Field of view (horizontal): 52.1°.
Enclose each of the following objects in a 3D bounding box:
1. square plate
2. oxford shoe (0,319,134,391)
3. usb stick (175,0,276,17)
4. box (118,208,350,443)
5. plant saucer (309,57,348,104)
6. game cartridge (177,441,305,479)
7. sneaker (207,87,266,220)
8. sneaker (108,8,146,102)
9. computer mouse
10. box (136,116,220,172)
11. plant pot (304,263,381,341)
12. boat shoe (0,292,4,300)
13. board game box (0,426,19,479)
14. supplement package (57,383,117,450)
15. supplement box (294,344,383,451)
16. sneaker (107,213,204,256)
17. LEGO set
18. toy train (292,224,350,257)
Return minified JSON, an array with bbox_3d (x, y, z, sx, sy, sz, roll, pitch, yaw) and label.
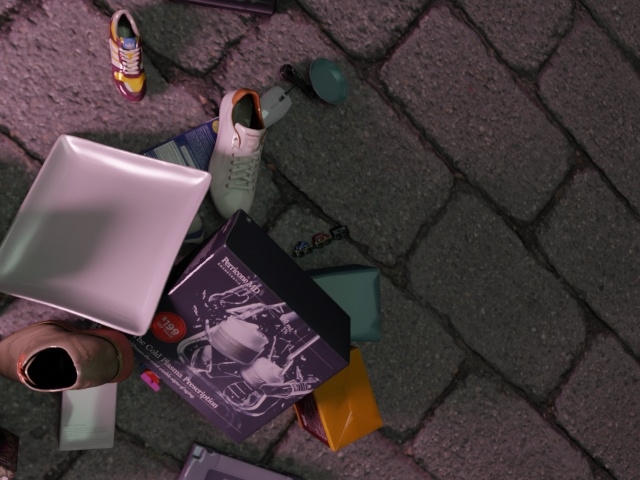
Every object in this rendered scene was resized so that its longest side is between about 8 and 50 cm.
[{"bbox_3d":[-0.422,-0.017,1.265,0.346,0.049,0.344,15,69,10],"label":"square plate"},{"bbox_3d":[-0.506,0.212,1.189,0.130,0.348,0.123,-8,89,-60],"label":"oxford shoe"},{"bbox_3d":[-0.227,-0.553,1.449,0.277,0.045,0.077,1,97,-24],"label":"usb stick"},{"bbox_3d":[-0.164,0.175,1.317,0.312,0.179,0.343,-40,107,18],"label":"box"},{"bbox_3d":[0.015,-0.374,1.552,0.119,0.021,0.120,17,63,-37],"label":"plant saucer"},{"bbox_3d":[-0.193,0.593,1.479,0.294,0.060,0.196,27,77,-21],"label":"game cartridge"},{"bbox_3d":[-0.176,-0.184,1.400,0.105,0.123,0.291,0,92,-27],"label":"sneaker"},{"bbox_3d":[-0.400,-0.382,1.354,0.069,0.084,0.186,-14,96,-23],"label":"sneaker"},{"bbox_3d":[-0.099,-0.316,1.509,0.193,0.042,0.106,-48,109,-16],"label":"computer mouse"},{"bbox_3d":[-0.289,-0.165,1.432,0.225,0.036,0.137,-30,102,-21],"label":"box"},{"bbox_3d":[0.001,0.147,1.500,0.234,0.165,0.166,-3,92,-16],"label":"plant pot"},{"bbox_3d":[-0.641,0.101,1.272,0.049,0.056,0.152,27,80,-16],"label":"boat shoe"},{"bbox_3d":[-0.705,0.370,1.153,0.291,0.232,0.141,38,76,-20],"label":"board game box"},{"bbox_3d":[-0.471,0.318,1.324,0.105,0.105,0.180,4,90,-23],"label":"supplement package"},{"bbox_3d":[0.017,0.338,1.488,0.129,0.194,0.192,-21,99,-23],"label":"supplement box"},{"bbox_3d":[-0.378,0.024,1.357,0.296,0.112,0.131,-27,133,-5],"label":"sneaker"},{"bbox_3d":[-0.389,0.193,1.366,0.093,0.087,0.227,-44,105,-7],"label":"LEGO set"},{"bbox_3d":[0.000,0.000,1.566,0.158,0.027,0.036,-25,97,-22],"label":"toy train"}]
